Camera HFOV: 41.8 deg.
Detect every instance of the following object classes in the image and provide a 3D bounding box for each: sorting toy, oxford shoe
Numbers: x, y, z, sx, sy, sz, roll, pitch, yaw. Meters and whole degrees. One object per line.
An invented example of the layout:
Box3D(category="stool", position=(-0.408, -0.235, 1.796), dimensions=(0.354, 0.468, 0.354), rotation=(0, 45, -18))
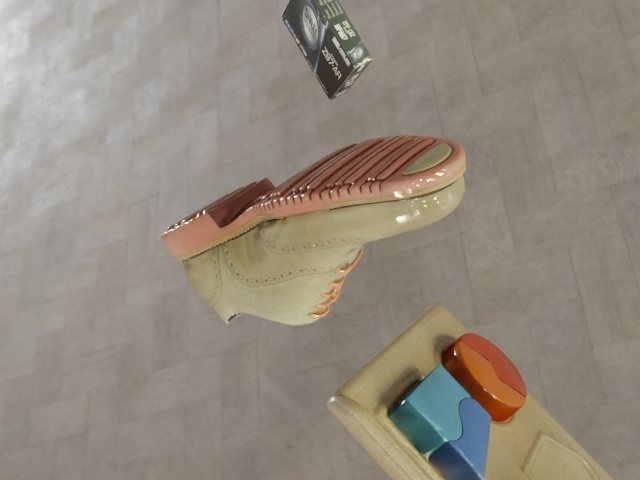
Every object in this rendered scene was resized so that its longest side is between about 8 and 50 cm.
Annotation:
Box3D(category="sorting toy", position=(0.155, 0.171, 0.521), dimensions=(0.307, 0.229, 0.041), rotation=(46, 113, 9))
Box3D(category="oxford shoe", position=(0.000, 0.000, 0.827), dimensions=(0.140, 0.146, 0.397), rotation=(-34, 13, -37))

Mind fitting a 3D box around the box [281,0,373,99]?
Box3D(category="box", position=(0.004, -0.163, 0.670), dimensions=(0.018, 0.067, 0.083), rotation=(-29, 87, -21))
